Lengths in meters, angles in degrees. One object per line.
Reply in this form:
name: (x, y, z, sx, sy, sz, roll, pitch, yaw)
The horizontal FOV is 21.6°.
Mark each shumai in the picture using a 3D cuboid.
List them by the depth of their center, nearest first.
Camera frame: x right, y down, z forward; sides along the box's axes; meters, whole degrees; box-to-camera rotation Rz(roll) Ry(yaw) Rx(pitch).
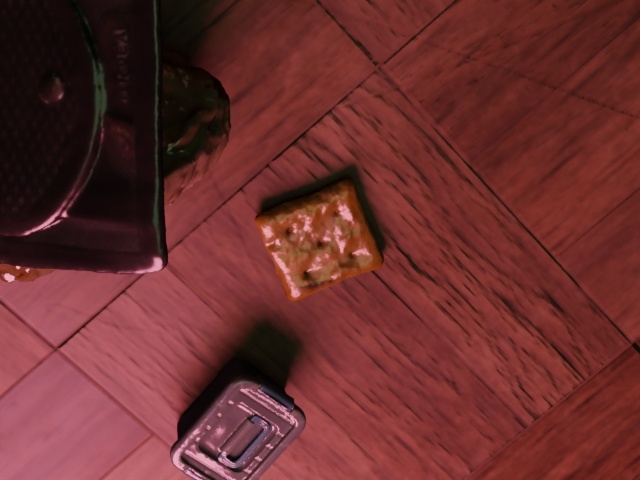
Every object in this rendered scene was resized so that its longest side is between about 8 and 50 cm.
shumai: (-0.178, -0.085, 1.144, 0.206, 0.166, 0.175, -40, 109, -12)

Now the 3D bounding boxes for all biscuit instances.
biscuit: (0.000, 0.000, 1.288, 0.083, 0.018, 0.081, -21, 116, -1)

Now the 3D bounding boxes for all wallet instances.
wallet: (-0.235, -0.100, 1.070, 0.323, 0.041, 0.247, 6, 103, 29)

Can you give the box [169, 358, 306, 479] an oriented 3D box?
box: (-0.067, 0.145, 1.323, 0.074, 0.054, 0.099, 37, 104, -21)
